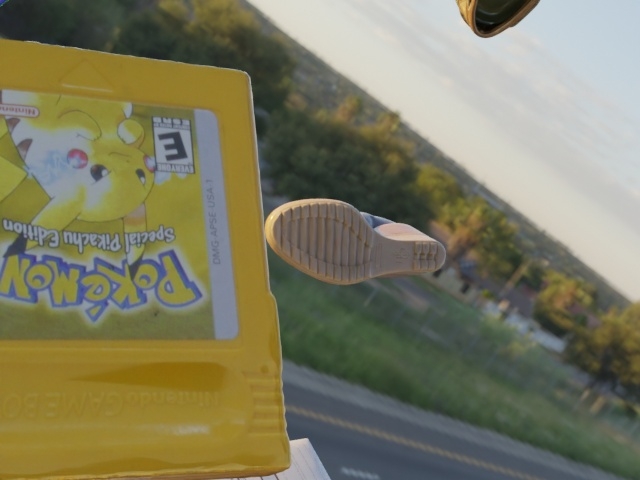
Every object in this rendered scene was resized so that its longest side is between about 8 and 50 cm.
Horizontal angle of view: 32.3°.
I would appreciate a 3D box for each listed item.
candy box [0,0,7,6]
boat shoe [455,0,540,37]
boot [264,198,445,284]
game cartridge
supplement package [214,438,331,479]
[{"bbox_3d":[-0.344,-0.322,0.920,0.317,0.268,0.122,26,-33,23],"label":"candy box"},{"bbox_3d":[0.276,-0.381,1.353,0.122,0.324,0.120,21,37,-11],"label":"boat shoe"},{"bbox_3d":[0.000,0.000,1.300,0.248,0.090,0.207,11,-1,-34],"label":"boot"},{"bbox_3d":[-0.167,0.013,0.797,0.285,0.052,0.324,3,67,-28],"label":"game cartridge"},{"bbox_3d":[-0.108,0.359,1.422,0.244,0.139,0.134,1,46,-43],"label":"supplement package"}]
